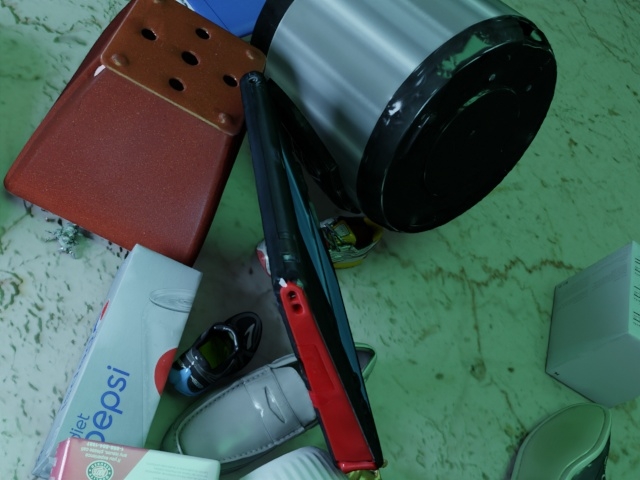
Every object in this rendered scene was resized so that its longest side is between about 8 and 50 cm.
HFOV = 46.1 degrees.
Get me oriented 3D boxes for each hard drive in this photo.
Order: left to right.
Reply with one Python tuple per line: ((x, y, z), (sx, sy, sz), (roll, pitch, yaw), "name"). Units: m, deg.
((-0.141, -0.474, 1.384), (0.210, 0.040, 0.318), (51, 49, 5), "hard drive")

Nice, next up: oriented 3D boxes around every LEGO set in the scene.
((-0.337, -0.016, 0.986), (0.083, 0.023, 0.054), (49, 48, 2), "LEGO set")

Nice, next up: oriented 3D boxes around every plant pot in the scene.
((-0.215, -0.163, 1.000), (0.267, 0.236, 0.267), (28, 46, -16), "plant pot")

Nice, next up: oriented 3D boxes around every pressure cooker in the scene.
((0.099, -0.261, 1.169), (0.375, 0.370, 0.420), (-13, 49, -41), "pressure cooker")

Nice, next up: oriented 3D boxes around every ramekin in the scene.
((-0.048, 0.322, 0.849), (0.207, 0.207, 0.109), (-15, 62, -38), "ramekin")

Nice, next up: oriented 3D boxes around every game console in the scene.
((-0.011, 0.035, 0.858), (0.060, 0.342, 0.386), (-15, 41, 0), "game console")

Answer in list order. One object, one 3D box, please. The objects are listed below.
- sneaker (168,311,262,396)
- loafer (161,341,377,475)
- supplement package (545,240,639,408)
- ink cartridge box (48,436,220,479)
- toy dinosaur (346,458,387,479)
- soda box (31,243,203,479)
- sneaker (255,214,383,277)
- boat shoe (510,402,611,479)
((-0.121, 0.139, 0.978), (0.067, 0.078, 0.188), (50, 27, 4), "sneaker")
((-0.056, 0.205, 0.971), (0.319, 0.111, 0.112), (-23, 76, -40), "loafer")
((0.527, 0.152, 1.326), (0.149, 0.194, 0.203), (31, 50, -12), "supplement package")
((-0.200, 0.316, 0.732), (0.158, 0.092, 0.218), (17, 67, -21), "ink cartridge box")
((0.032, 0.310, 0.997), (0.211, 0.064, 0.112), (17, 56, -23), "toy dinosaur")
((-0.236, 0.151, 0.902), (0.098, 0.091, 0.286), (27, 51, -17), "soda box")
((0.000, 0.000, 1.148), (0.225, 0.093, 0.088), (-15, 71, -38), "sneaker")
((0.366, 0.381, 1.138), (0.340, 0.127, 0.113), (-41, 114, -48), "boat shoe")
